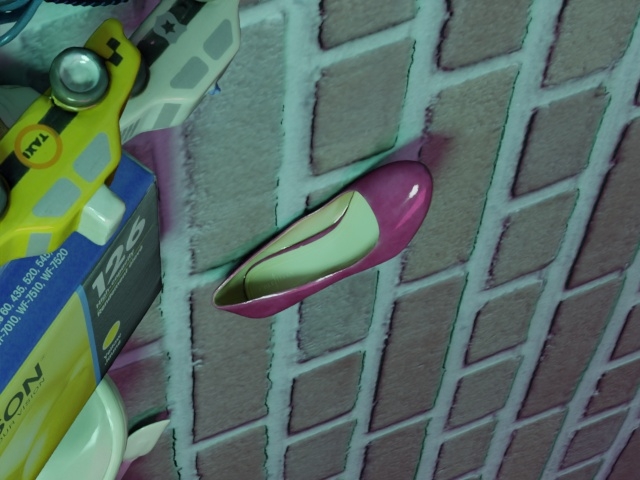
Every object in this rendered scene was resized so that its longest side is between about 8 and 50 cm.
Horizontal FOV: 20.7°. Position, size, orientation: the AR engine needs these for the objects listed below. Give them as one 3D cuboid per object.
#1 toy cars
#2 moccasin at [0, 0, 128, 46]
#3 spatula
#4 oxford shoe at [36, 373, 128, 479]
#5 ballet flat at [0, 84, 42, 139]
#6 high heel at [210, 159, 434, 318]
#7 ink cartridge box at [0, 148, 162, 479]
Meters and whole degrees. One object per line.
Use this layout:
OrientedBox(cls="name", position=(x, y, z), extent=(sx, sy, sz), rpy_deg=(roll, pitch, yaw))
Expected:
OrientedBox(cls="toy cars", position=(-0.126, -0.078, 1.133), extent=(0.176, 0.087, 0.394), rpy_deg=(-50, -177, 31))
OrientedBox(cls="moccasin", position=(-0.210, -0.183, 1.056), extent=(0.138, 0.117, 0.342), rpy_deg=(-42, 154, 26))
OrientedBox(cls="spatula", position=(-0.280, 0.267, 1.972), extent=(0.168, 0.019, 0.242), rpy_deg=(-11, 154, -32))
OrientedBox(cls="oxford shoe", position=(-0.363, 0.279, 1.706), extent=(0.449, 0.169, 0.130), rpy_deg=(-39, 167, 19))
OrientedBox(cls="ballet flat", position=(-0.245, -0.044, 1.323), extent=(0.124, 0.116, 0.342), rpy_deg=(-41, 160, -19))
OrientedBox(cls="high heel", position=(0.000, 0.000, 1.658), extent=(0.117, 0.082, 0.244), rpy_deg=(-13, 166, -48))
OrientedBox(cls="ink cartridge box", position=(-0.225, 0.082, 1.340), extent=(0.303, 0.072, 0.307), rpy_deg=(-56, 171, -21))
